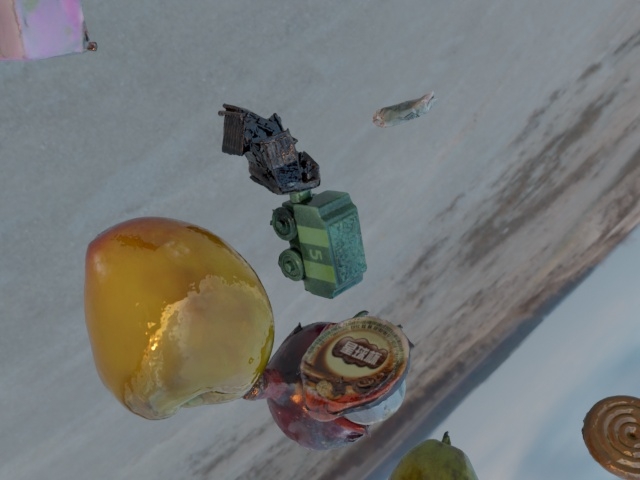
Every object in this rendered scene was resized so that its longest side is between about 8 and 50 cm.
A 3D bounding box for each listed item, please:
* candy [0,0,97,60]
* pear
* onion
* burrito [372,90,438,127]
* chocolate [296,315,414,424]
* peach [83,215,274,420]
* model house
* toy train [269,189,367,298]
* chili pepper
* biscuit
[{"bbox_3d":[-0.451,-0.342,1.005,0.116,0.265,0.155,-27,121,-42],"label":"candy"},{"bbox_3d":[0.314,0.699,1.888,0.287,0.288,0.375,106,0,-59],"label":"pear"},{"bbox_3d":[-0.036,0.370,1.778,0.386,0.347,0.347,9,130,-38],"label":"onion"},{"bbox_3d":[0.226,-0.349,1.885,0.203,0.064,0.064,-12,-170,43],"label":"burrito"},{"bbox_3d":[0.077,0.257,1.233,0.221,0.221,0.147,-37,126,-22],"label":"chocolate"},{"bbox_3d":[-0.219,0.109,1.079,0.289,0.307,0.289,-15,168,-3],"label":"peach"},{"bbox_3d":[-0.094,-0.186,1.330,0.141,0.203,0.164,-39,136,-26],"label":"model house"},{"bbox_3d":[0.000,0.000,1.828,0.167,0.238,0.298,-28,118,-38],"label":"toy train"},{"bbox_3d":[0.041,0.287,1.517,0.368,0.137,0.091,-86,174,-52],"label":"chili pepper"},{"bbox_3d":[0.874,0.550,1.955,0.262,0.262,0.037,-38,147,-20],"label":"biscuit"}]
